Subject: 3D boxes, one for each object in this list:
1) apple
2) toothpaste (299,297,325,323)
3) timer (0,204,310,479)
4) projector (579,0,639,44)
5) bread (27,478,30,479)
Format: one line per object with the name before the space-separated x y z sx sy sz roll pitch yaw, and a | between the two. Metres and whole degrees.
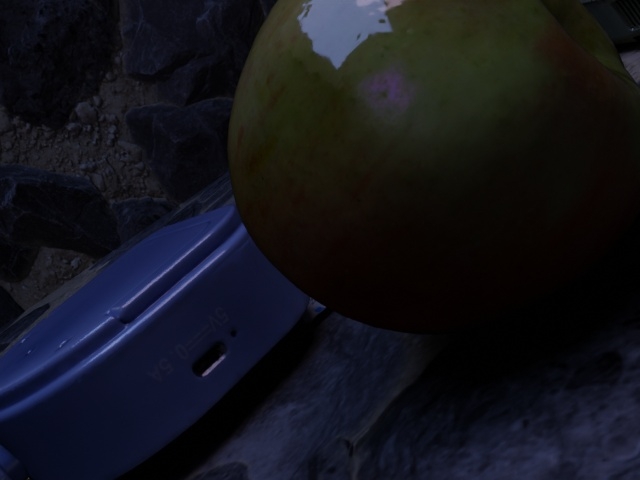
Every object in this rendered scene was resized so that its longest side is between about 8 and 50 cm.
apple | 0.084 -0.078 0.604 0.277 0.319 0.319 -44 9 30
toothpaste | -0.039 0.079 0.953 0.048 0.031 0.190 -40 17 -23
timer | -0.215 0.138 0.885 0.395 0.173 0.395 -33 15 10
projector | 0.420 -0.327 1.022 0.193 0.088 0.269 -37 13 2
bread | -0.417 0.284 1.061 0.266 0.142 0.178 -41 -1 -22
